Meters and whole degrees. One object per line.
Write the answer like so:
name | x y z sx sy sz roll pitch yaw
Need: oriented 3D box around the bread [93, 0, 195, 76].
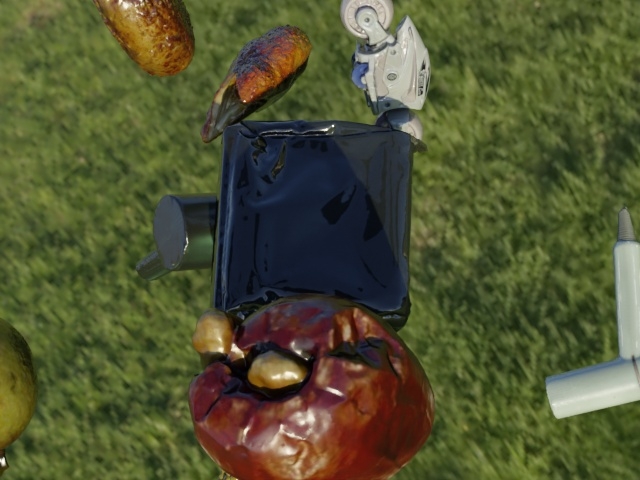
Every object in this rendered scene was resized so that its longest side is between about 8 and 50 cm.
bread | -0.172 -0.245 1.258 0.064 0.193 0.193 -24 39 9

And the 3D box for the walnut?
walnut | -0.018 0.167 1.418 0.244 0.269 0.222 20 75 35

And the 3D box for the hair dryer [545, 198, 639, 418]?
hair dryer | 0.268 0.059 1.227 0.155 0.044 0.183 -17 73 13

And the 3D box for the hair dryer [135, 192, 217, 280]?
hair dryer | -0.169 0.006 2.088 0.302 0.244 0.116 -24 72 55

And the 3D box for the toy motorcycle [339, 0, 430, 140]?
toy motorcycle | 0.098 -0.231 1.818 0.112 0.254 0.112 -14 28 7

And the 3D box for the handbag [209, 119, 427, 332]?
handbag | -0.001 0.001 1.727 0.275 0.178 0.302 2 63 -1

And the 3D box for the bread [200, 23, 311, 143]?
bread | -0.090 -0.238 1.904 0.139 0.095 0.269 -44 1 33

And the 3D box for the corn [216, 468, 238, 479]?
corn | -0.091 0.322 1.653 0.097 0.097 0.320 19 87 47

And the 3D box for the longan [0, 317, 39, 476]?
longan | -0.337 0.149 1.276 0.145 0.176 0.155 -23 12 5
